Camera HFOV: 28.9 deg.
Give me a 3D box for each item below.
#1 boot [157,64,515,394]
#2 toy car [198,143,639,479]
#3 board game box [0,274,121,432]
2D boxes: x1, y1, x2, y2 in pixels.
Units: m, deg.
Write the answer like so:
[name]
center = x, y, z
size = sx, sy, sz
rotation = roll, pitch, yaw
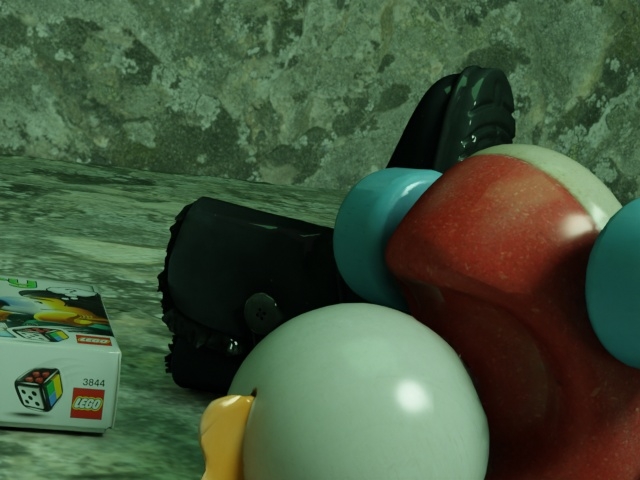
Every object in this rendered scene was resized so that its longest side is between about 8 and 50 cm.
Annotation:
[boot]
center = 0.000, 0.000, 0.765
size = 0.207, 0.246, 0.094
rotation = 15, 18, 25
[toy car]
center = 0.044, 0.091, 0.542
size = 0.238, 0.210, 0.219
rotation = -29, 22, -27
[board game box]
center = -0.281, 0.053, 0.744
size = 0.305, 0.053, 0.193
rotation = 7, 8, -16
